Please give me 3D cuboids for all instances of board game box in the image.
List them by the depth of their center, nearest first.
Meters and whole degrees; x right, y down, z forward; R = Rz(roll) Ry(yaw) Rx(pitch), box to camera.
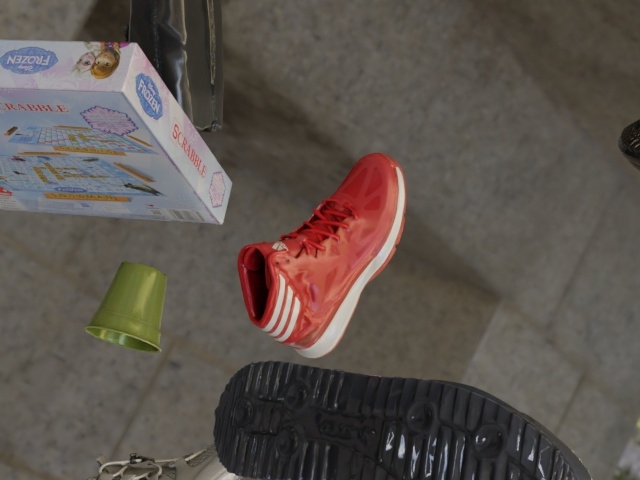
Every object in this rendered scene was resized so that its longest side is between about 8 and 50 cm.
[{"bbox_3d":[-0.304,-0.124,1.641,0.318,0.066,0.318,4,156,18],"label":"board game box"}]

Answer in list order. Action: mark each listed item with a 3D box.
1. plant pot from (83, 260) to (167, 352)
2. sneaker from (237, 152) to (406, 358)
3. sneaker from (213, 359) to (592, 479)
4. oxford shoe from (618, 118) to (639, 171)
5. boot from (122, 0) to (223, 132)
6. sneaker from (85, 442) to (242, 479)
[{"bbox_3d":[-0.193,0.066,1.445,0.083,0.079,0.083,14,165,4],"label":"plant pot"},{"bbox_3d":[0.000,0.000,1.387,0.087,0.221,0.128,14,170,42],"label":"sneaker"},{"bbox_3d":[0.073,0.149,0.949,0.131,0.112,0.319,22,174,-43],"label":"sneaker"},{"bbox_3d":[0.371,-0.071,1.460,0.096,0.082,0.227,62,-172,-23],"label":"oxford shoe"},{"bbox_3d":[-0.160,-0.365,1.888,0.146,0.445,0.367,-4,-178,22],"label":"boot"},{"bbox_3d":[-0.196,0.270,1.499,0.115,0.281,0.105,59,176,9],"label":"sneaker"}]
